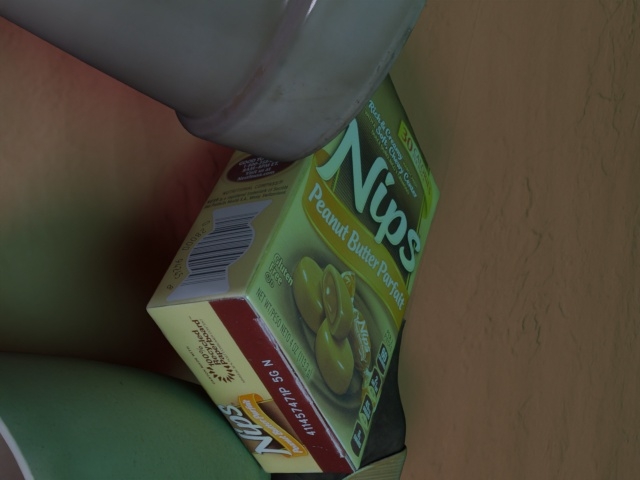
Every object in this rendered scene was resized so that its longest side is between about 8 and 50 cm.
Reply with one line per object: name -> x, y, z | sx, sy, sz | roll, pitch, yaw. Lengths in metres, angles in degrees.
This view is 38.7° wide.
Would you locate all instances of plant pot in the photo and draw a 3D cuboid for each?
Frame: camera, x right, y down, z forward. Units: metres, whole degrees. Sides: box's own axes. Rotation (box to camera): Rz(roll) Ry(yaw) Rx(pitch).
plant pot -> -0.165, 0.187, 0.632 | 0.274, 0.256, 0.257 | -2, 103, -59
plant pot -> -0.108, -0.234, 0.532 | 0.280, 0.323, 0.323 | 12, 93, -27

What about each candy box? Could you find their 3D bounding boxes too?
candy box -> 0.000, 0.000, 0.723 | 0.183, 0.087, 0.317 | 62, 35, -34

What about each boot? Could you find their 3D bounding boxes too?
boot -> -0.016, 0.166, 0.860 | 0.248, 0.090, 0.207 | 6, 85, -41
